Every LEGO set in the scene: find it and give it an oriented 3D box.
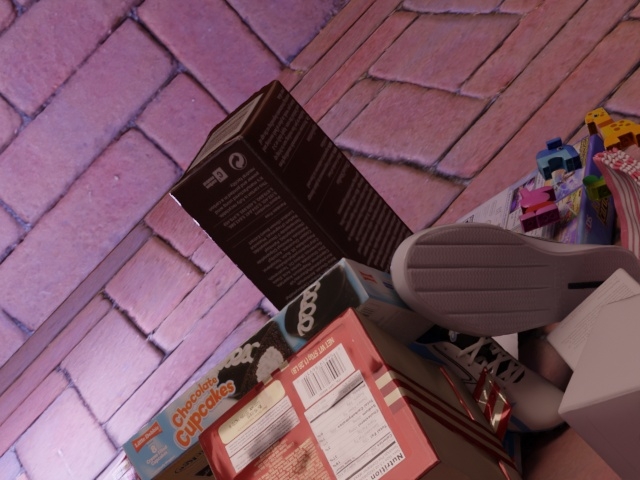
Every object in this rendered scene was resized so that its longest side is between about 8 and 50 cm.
[{"bbox_3d":[0.329,-0.104,2.130,0.227,0.087,0.093,-20,31,-2],"label":"LEGO set"}]

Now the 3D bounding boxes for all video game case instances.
[{"bbox_3d":[0.259,0.011,2.229,0.244,0.061,0.269,-35,21,32],"label":"video game case"}]

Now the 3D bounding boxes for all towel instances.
[{"bbox_3d":[0.357,-0.015,1.946,0.029,0.144,0.197,-20,18,-4],"label":"towel"}]

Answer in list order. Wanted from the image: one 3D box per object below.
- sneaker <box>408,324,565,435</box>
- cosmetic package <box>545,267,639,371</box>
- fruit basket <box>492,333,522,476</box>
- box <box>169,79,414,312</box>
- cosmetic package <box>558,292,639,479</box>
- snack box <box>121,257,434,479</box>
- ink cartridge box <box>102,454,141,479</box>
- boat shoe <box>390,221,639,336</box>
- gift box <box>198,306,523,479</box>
[{"bbox_3d":[0.171,0.136,1.945,0.237,0.086,0.085,29,54,28],"label":"sneaker"},{"bbox_3d":[0.325,0.123,1.810,0.117,0.085,0.231,-44,20,6],"label":"cosmetic package"},{"bbox_3d":[0.066,0.189,2.066,0.353,0.165,0.327,-25,39,27],"label":"fruit basket"},{"bbox_3d":[0.000,0.000,2.278,0.143,0.381,0.191,-37,13,28],"label":"box"},{"bbox_3d":[0.361,0.142,1.458,0.224,0.224,0.138,-25,27,48],"label":"cosmetic package"},{"bbox_3d":[-0.041,0.151,1.905,0.322,0.060,0.187,-40,-24,15],"label":"snack box"},{"bbox_3d":[-0.254,0.451,2.235,0.272,0.130,0.309,-51,20,2],"label":"ink cartridge box"},{"bbox_3d":[0.198,0.048,1.940,0.119,0.335,0.121,-2,83,55],"label":"boat shoe"},{"bbox_3d":[0.063,0.234,1.810,0.255,0.258,0.276,-37,47,15],"label":"gift box"}]
